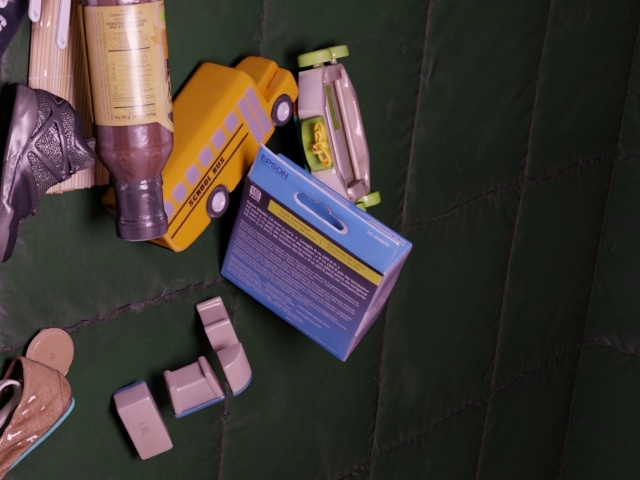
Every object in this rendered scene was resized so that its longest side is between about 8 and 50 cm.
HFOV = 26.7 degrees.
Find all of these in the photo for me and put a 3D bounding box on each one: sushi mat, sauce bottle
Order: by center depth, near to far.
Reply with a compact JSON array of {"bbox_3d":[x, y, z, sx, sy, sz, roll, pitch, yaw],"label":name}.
[{"bbox_3d":[-0.247,-0.173,1.749,0.111,0.111,0.344,-23,117,-50],"label":"sauce bottle"},{"bbox_3d":[-0.323,-0.213,1.770,0.151,0.019,0.316,-17,118,-53],"label":"sushi mat"}]

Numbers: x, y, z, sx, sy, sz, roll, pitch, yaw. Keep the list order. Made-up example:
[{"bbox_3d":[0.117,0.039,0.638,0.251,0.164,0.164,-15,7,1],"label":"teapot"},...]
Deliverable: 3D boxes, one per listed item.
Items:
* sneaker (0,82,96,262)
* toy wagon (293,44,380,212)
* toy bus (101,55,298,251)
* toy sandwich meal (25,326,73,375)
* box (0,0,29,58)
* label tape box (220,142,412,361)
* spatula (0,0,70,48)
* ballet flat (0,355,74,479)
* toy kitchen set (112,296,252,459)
[{"bbox_3d":[-0.353,-0.074,1.701,0.130,0.087,0.227,12,91,-31],"label":"sneaker"},{"bbox_3d":[0.016,-0.167,2.123,0.344,0.068,0.267,-38,116,-73],"label":"toy wagon"},{"bbox_3d":[-0.168,-0.140,1.955,0.332,0.108,0.130,-57,143,-22],"label":"toy bus"},{"bbox_3d":[-0.376,0.159,1.862,0.086,0.029,0.085,-15,111,-42],"label":"toy sandwich meal"},{"bbox_3d":[-0.428,-0.298,1.541,0.175,0.051,0.220,-63,147,-15],"label":"box"},{"bbox_3d":[0.000,0.000,2.020,0.115,0.249,0.347,-48,168,-35],"label":"label tape box"},{"bbox_3d":[-0.338,-0.365,1.611,0.168,0.019,0.242,33,58,-62],"label":"spatula"},{"bbox_3d":[-0.457,0.286,1.738,0.342,0.116,0.124,-53,123,-24],"label":"ballet flat"},{"bbox_3d":[-0.216,0.209,2.094,0.207,0.166,0.122,-21,131,-6],"label":"toy kitchen set"}]
